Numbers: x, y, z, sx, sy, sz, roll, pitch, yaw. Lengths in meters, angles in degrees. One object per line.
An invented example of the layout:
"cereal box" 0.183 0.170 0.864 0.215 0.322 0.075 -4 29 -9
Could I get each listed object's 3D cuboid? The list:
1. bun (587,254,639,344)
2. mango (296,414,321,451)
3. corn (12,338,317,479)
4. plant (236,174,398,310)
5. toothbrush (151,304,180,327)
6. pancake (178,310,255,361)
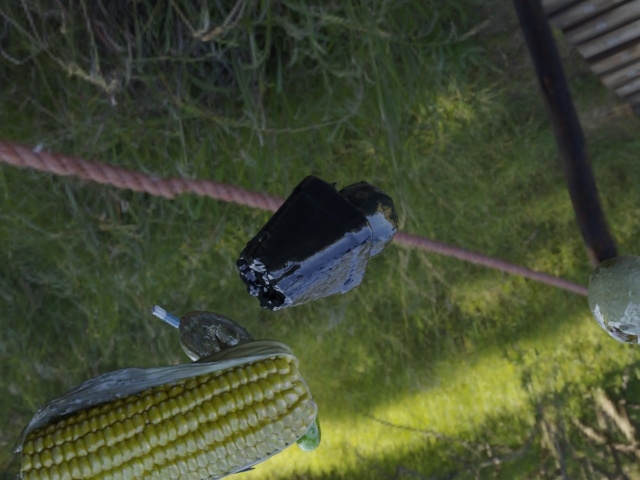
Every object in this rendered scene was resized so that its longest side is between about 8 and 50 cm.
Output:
"bun" 0.555 0.124 1.449 0.127 0.222 0.222 -49 167 -17
"mango" -0.027 0.376 1.692 0.056 0.108 0.073 -1 -175 -2
"corn" -0.155 0.191 0.815 0.305 0.122 0.123 -18 149 -8
"plant" 0.000 0.000 1.218 0.256 0.142 0.164 -28 148 -31
"toothbrush" -0.247 0.185 1.640 0.025 0.019 0.275 -24 144 20
"pancake" -0.156 0.169 1.293 0.158 0.158 0.028 12 125 -46
